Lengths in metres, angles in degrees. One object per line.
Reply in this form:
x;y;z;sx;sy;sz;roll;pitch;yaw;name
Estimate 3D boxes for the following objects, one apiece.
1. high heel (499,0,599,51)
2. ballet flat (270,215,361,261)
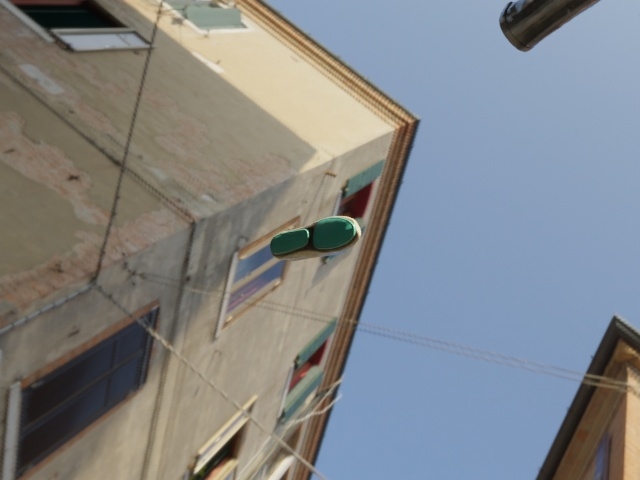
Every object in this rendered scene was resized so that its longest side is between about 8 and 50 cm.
0.231;-0.272;0.529;0.093;0.261;0.186;32;-35;-20;high heel
0.000;0.000;1.046;0.168;0.052;0.057;-7;-113;38;ballet flat
